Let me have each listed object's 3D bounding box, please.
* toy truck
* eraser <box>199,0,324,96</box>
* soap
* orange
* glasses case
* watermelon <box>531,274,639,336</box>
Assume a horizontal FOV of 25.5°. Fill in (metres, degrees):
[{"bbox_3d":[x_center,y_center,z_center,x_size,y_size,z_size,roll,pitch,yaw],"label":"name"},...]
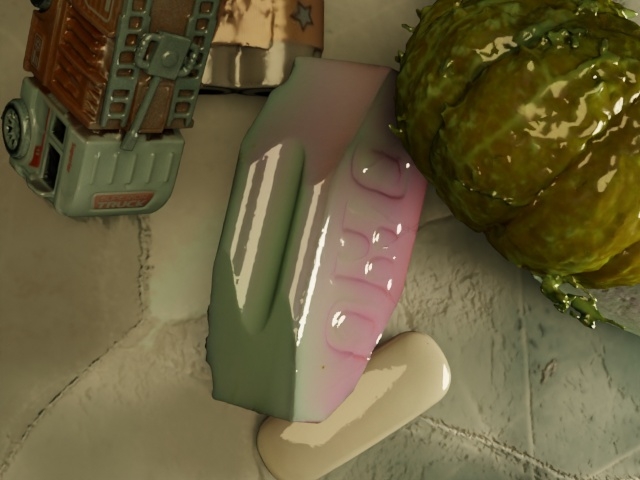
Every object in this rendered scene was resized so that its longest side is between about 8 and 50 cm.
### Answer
[{"bbox_3d":[-0.170,-0.162,1.220,0.136,0.162,0.305,-3,124,-34],"label":"toy truck"},{"bbox_3d":[-0.079,-0.284,1.337,0.171,0.087,0.290,1,89,-6],"label":"eraser"},{"bbox_3d":[0.000,0.000,1.285,0.109,0.193,0.323,13,88,32],"label":"soap"},{"bbox_3d":[0.207,-0.101,1.202,0.300,0.301,0.223,42,108,-14],"label":"orange"},{"bbox_3d":[0.033,0.162,1.365,0.204,0.051,0.081,-30,93,-7],"label":"glasses case"},{"bbox_3d":[0.386,-0.025,1.338,0.320,0.214,0.289,30,85,1],"label":"watermelon"}]
